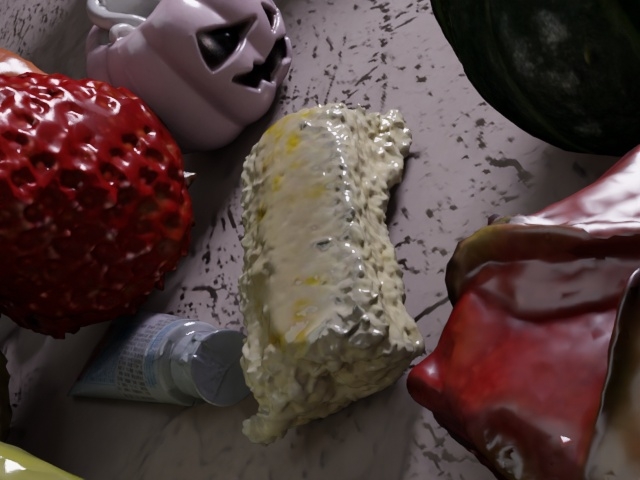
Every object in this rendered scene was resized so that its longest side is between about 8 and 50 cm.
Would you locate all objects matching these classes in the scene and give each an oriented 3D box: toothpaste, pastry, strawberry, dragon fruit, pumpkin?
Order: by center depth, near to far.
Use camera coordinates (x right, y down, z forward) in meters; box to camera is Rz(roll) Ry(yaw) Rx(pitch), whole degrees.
[{"bbox_3d":[0.204,0.049,0.401,0.330,0.302,0.240,-49,-2,-27],"label":"dragon fruit"},{"bbox_3d":[0.186,-0.191,0.594,0.300,0.207,0.300,-39,29,27],"label":"pumpkin"},{"bbox_3d":[0.006,0.000,0.728,0.121,0.089,0.258,-17,47,21],"label":"pastry"},{"bbox_3d":[-0.220,-0.037,0.820,0.205,0.244,0.205,-4,82,26],"label":"strawberry"},{"bbox_3d":[-0.126,0.085,0.822,0.234,0.057,0.089,-2,53,56],"label":"toothpaste"}]

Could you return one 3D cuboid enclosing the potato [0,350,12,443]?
[{"bbox_3d":[-0.472,0.173,0.777,0.385,0.319,0.442,25,86,30],"label":"potato"}]

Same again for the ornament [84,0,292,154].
[{"bbox_3d":[-0.119,-0.166,0.953,0.177,0.177,0.177,-29,39,27],"label":"ornament"}]

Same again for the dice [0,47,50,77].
[{"bbox_3d":[-0.323,-0.084,1.082,0.175,0.179,0.174,10,61,54],"label":"dice"}]

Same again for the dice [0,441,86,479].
[{"bbox_3d":[-0.198,0.228,0.595,0.233,0.238,0.226,1,59,48],"label":"dice"}]
